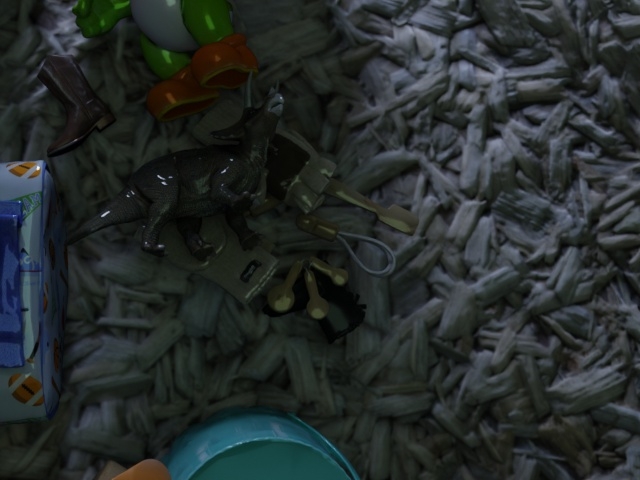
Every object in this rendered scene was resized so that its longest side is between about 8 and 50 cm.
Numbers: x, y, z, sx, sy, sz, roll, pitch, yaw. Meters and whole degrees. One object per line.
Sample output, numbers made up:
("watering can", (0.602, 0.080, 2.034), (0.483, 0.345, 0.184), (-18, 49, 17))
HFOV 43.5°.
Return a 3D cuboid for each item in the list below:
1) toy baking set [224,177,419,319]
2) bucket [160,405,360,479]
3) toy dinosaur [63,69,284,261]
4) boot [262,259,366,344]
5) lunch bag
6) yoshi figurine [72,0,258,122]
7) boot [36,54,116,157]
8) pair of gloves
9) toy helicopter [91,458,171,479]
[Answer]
("toy baking set", (-0.005, -0.005, 1.081), (0.256, 0.030, 0.197), (-33, 79, -15))
("bucket", (-0.078, 0.348, 0.977), (0.281, 0.183, 0.281), (1, 85, -13))
("toy dinosaur", (-0.159, -0.060, 0.990), (0.313, 0.121, 0.160), (-26, 53, 4))
("boot", (-0.005, 0.096, 1.088), (0.121, 0.045, 0.099), (-36, 95, -16))
("lunch bag", (-0.351, 0.052, 0.907), (0.114, 0.243, 0.303), (-2, 87, -14))
("yoshi figurine", (-0.226, -0.343, 0.999), (0.203, 0.203, 0.362), (-22, 87, -7))
("boot", (-0.337, -0.176, 1.034), (0.106, 0.037, 0.114), (-39, 98, -26))
("pair of gloves", (-0.109, -0.055, 1.051), (0.204, 0.042, 0.240), (28, 74, 14))
("toy helicopter", (-0.282, 0.358, 0.834), (0.140, 0.355, 0.235), (39, 111, -7))
